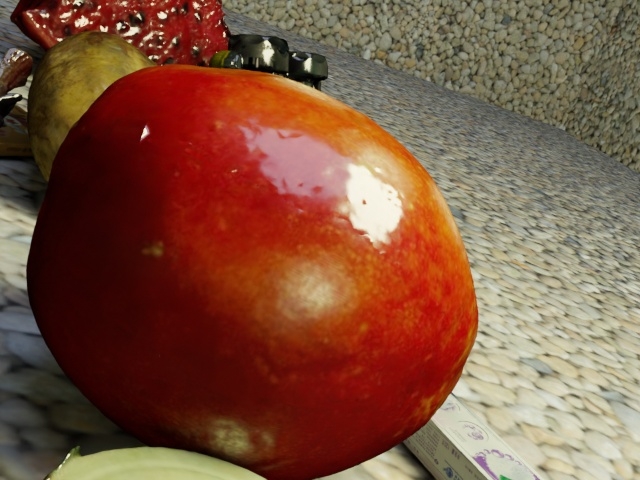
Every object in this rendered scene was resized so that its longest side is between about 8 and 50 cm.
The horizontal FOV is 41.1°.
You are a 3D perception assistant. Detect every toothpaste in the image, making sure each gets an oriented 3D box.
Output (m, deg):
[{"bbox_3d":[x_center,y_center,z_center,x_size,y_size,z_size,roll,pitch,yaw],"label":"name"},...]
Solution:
[{"bbox_3d":[0.097,0.142,0.517,0.047,0.040,0.196,3,25,-36],"label":"toothpaste"}]

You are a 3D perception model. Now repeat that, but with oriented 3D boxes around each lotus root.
[{"bbox_3d":[-0.183,-0.106,0.738,0.145,0.128,0.260,54,2,-32],"label":"lotus root"}]

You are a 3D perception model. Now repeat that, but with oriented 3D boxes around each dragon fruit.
[{"bbox_3d":[-0.236,-0.322,1.147,0.302,0.240,0.330,33,16,-36],"label":"dragon fruit"}]

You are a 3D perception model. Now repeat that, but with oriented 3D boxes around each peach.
[{"bbox_3d":[-0.033,0.022,0.458,0.243,0.199,0.243,33,-7,4],"label":"peach"}]

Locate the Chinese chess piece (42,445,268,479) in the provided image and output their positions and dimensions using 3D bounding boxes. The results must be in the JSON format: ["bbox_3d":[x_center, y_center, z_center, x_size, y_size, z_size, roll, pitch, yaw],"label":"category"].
[{"bbox_3d":[-0.053,0.138,0.321,0.144,0.058,0.144,19,18,-7],"label":"Chinese chess piece"}]

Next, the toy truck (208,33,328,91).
[{"bbox_3d":[-0.094,-0.168,1.050,0.165,0.147,0.224,6,7,25],"label":"toy truck"}]

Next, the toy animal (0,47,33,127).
[{"bbox_3d":[-0.285,-0.078,0.640,0.105,0.070,0.202,-7,39,7],"label":"toy animal"}]

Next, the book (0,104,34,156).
[{"bbox_3d":[-0.393,-0.124,0.738,0.208,0.020,0.295,34,21,29],"label":"book"}]
